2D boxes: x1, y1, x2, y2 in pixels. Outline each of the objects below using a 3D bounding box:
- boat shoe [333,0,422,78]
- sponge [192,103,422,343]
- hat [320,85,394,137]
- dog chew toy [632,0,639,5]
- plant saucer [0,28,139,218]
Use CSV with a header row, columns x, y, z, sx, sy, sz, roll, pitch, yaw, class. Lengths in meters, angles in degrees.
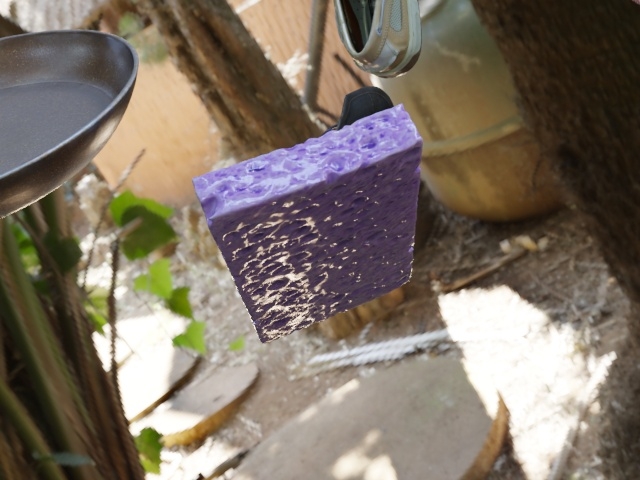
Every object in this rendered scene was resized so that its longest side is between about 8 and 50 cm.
x,y,z,sx,sy,sz,roll,pitch,yaw,class
0.029,-0.214,0.649,0.068,0.190,0.072,-18,-11,32,boat shoe
0.000,0.000,0.548,0.117,0.031,0.210,-22,-23,-5,sponge
0.030,-0.075,1.376,0.133,0.331,0.331,-4,30,22,hat
0.284,-0.264,0.541,0.206,0.207,0.332,-6,29,49,dog chew toy
-0.285,-0.079,0.708,0.310,0.050,0.311,-10,32,6,plant saucer
